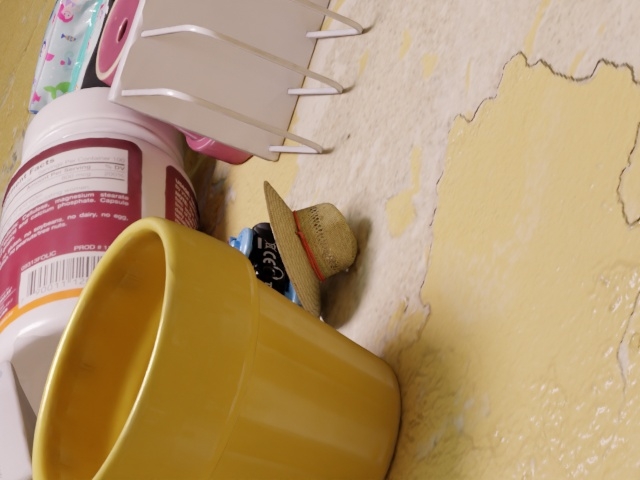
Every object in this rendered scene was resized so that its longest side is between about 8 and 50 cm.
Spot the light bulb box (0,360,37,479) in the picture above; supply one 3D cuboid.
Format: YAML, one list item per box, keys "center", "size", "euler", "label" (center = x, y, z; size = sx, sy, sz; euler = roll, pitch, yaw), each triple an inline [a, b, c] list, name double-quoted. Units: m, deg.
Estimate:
- center: [-0.366, 0.364, 1.750]
  size: [0.361, 0.358, 0.225]
  euler: [-24, 25, -4]
  label: "light bulb box"

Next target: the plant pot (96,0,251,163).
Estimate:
- center: [-0.140, -0.206, 2.135]
  size: [0.201, 0.180, 0.201]
  euler: [-50, 29, 41]
  label: "plant pot"

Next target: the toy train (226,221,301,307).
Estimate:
- center: [-0.064, 0.070, 1.849]
  size: [0.105, 0.080, 0.184]
  euler: [122, 156, -44]
  label: "toy train"

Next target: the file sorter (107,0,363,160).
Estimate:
- center: [-0.060, -0.241, 1.957]
  size: [0.173, 0.192, 0.278]
  euler: [6, 77, 66]
  label: "file sorter"

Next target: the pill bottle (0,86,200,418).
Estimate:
- center: [-0.243, 0.025, 2.126]
  size: [0.224, 0.224, 0.392]
  euler: [-55, 26, 36]
  label: "pill bottle"

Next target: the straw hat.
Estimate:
- center: [0.000, 0.000, 1.764]
  size: [0.061, 0.144, 0.144]
  euler: [-20, 35, 6]
  label: "straw hat"

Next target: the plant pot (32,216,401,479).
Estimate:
- center: [-0.076, 0.137, 1.582]
  size: [0.254, 0.239, 0.254]
  euler: [-47, 30, 39]
  label: "plant pot"

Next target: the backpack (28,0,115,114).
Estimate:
- center: [-0.239, -0.232, 2.368]
  size: [0.253, 0.191, 0.225]
  euler: [-63, -5, -65]
  label: "backpack"
